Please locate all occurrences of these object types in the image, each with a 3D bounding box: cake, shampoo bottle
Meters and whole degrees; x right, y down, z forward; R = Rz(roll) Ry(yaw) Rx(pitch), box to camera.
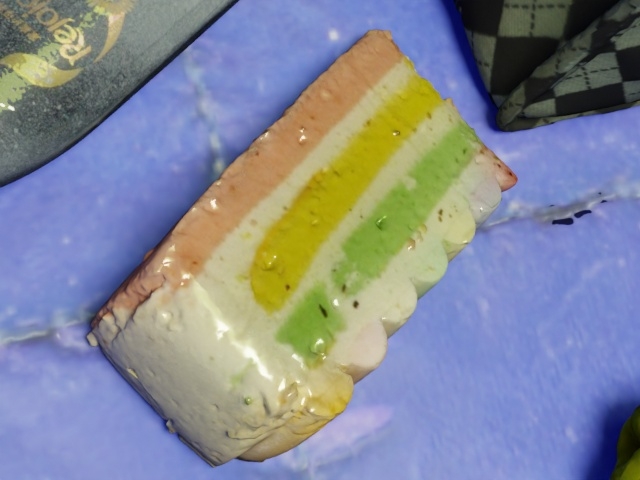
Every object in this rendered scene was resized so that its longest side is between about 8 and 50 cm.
[{"bbox_3d":[0.006,-0.006,0.536,0.109,0.090,0.225,43,67,-1],"label":"cake"},{"bbox_3d":[-0.112,-0.102,0.536,0.087,0.049,0.234,45,68,-2],"label":"shampoo bottle"}]

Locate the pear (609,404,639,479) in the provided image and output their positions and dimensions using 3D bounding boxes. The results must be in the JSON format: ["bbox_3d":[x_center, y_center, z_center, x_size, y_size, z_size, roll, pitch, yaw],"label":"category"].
[{"bbox_3d":[0.203,0.125,0.563,0.131,0.107,0.107,31,69,-1],"label":"pear"}]

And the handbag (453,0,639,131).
[{"bbox_3d":[0.125,-0.288,0.521,0.180,0.317,0.416,-16,83,-15],"label":"handbag"}]
